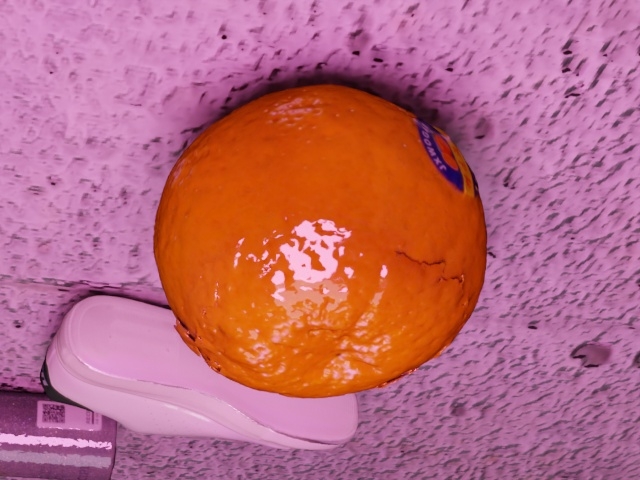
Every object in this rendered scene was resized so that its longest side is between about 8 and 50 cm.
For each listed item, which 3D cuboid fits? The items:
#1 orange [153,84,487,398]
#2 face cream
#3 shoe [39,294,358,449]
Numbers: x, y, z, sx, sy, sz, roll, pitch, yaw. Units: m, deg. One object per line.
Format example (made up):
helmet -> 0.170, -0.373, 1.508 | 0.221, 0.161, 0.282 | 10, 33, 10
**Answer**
orange -> -0.001, 0.000, 1.079 | 0.219, 0.193, 0.219 | -18, 139, -16
face cream -> -0.313, 0.160, 1.384 | 0.284, 0.073, 0.073 | 6, 145, -13
shoe -> -0.103, 0.118, 1.337 | 0.265, 0.095, 0.110 | 22, 144, -24
